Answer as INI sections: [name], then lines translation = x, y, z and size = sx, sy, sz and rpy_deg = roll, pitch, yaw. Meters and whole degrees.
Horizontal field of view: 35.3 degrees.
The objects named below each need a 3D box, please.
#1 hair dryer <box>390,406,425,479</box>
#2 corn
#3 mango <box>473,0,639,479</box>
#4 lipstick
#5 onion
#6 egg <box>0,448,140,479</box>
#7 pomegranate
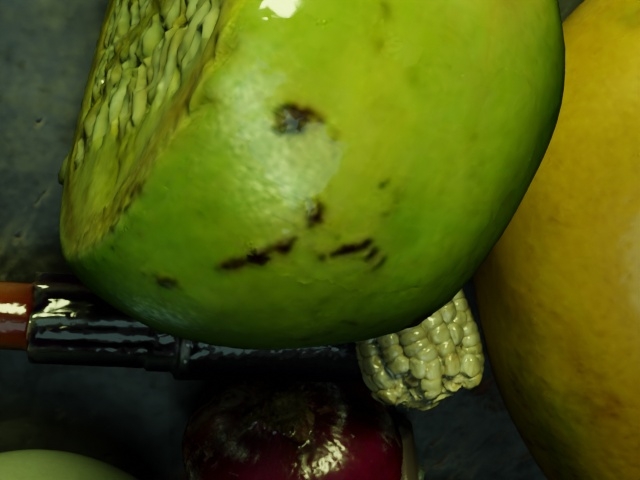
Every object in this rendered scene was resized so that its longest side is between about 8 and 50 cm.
[hair dryer]
translation = 0.077, 0.215, 0.875
size = 0.117, 0.064, 0.181
rpy_deg = -11, 119, -3
[corn]
translation = 0.044, 0.013, 0.690
size = 0.087, 0.087, 0.210
rpy_deg = -20, 89, 3
[mango]
translation = 0.256, 0.027, 0.682
size = 0.300, 0.232, 0.445
rpy_deg = -16, 119, 5
[lipstick]
translation = -0.110, 0.060, 0.723
size = 0.300, 0.081, 0.081
rpy_deg = 4, 122, -13
[onion]
translation = -0.014, 0.199, 0.800
size = 0.173, 0.135, 0.198
rpy_deg = -13, 128, 6
[egg]
translation = -0.207, 0.258, 0.773
size = 0.253, 0.186, 0.186
rpy_deg = 24, 116, -21
[pomegranate]
translation = -0.011, -0.075, 0.549
size = 0.216, 0.309, 0.358
rpy_deg = 15, 152, -22
